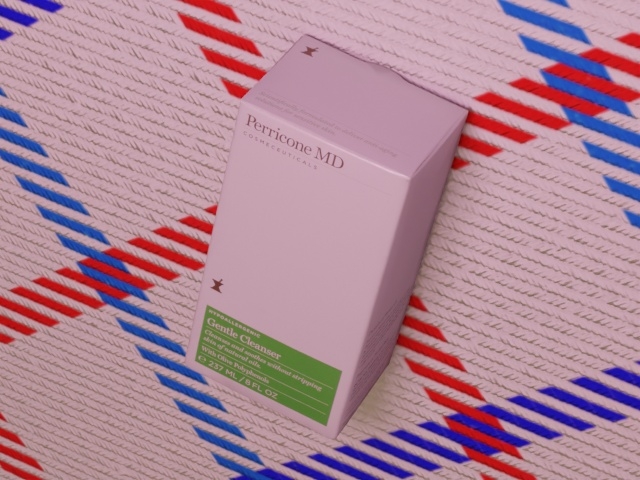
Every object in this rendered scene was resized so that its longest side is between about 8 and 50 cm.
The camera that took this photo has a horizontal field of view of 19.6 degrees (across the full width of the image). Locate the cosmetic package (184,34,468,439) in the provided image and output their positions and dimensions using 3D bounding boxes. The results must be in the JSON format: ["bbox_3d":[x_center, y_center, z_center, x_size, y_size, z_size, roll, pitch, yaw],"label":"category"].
[{"bbox_3d":[0.000,0.000,1.913,0.197,0.155,0.366,25,131,14],"label":"cosmetic package"}]
